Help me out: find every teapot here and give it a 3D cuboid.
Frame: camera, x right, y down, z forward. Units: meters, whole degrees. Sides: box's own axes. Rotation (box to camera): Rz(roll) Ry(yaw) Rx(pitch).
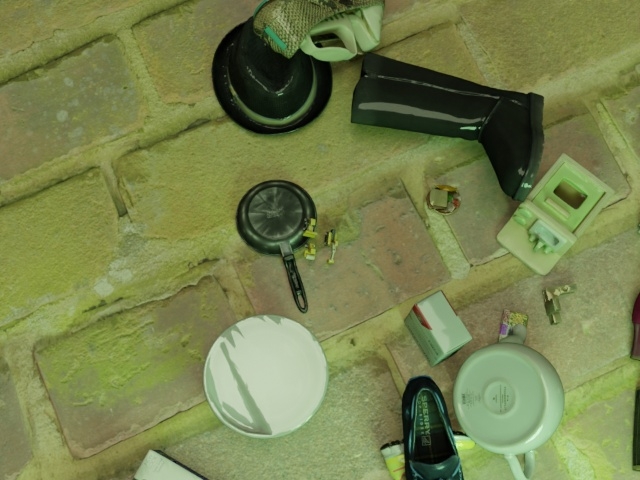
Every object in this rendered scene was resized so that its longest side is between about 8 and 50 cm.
[{"bbox_3d":[0.422,0.347,1.838,0.252,0.187,0.256,44,104,32],"label":"teapot"}]

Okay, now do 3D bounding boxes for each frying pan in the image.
[{"bbox_3d":[-0.112,0.001,2.006,0.197,0.053,0.326,5,70,2],"label":"frying pan"}]

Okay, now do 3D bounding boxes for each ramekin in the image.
[{"bbox_3d":[-0.119,0.304,1.873,0.273,0.127,0.273,0,74,-1],"label":"ramekin"}]

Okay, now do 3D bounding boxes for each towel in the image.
[{"bbox_3d":[0.446,0.203,1.962,0.060,0.009,0.083,14,75,3],"label":"towel"}]

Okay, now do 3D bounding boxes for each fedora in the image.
[{"bbox_3d":[-0.121,-0.431,2.075,0.334,0.152,0.334,0,74,0],"label":"fedora"}]

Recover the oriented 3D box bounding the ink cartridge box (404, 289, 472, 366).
[{"bbox_3d":[0.256,0.197,1.879,0.072,0.175,0.127,-29,76,-11],"label":"ink cartridge box"}]

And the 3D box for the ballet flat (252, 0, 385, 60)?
[{"bbox_3d":[0.038,-0.510,2.017,0.182,0.164,0.483,53,42,7],"label":"ballet flat"}]

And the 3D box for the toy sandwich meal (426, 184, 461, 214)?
[{"bbox_3d":[0.298,-0.101,2.041,0.085,0.029,0.086,0,74,0],"label":"toy sandwich meal"}]

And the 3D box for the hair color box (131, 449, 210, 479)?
[{"bbox_3d":[-0.258,0.606,1.796,0.339,0.110,0.185,27,77,9],"label":"hair color box"}]

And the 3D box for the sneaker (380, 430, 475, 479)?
[{"bbox_3d":[0.240,0.472,1.855,0.208,0.081,0.094,-12,82,2],"label":"sneaker"}]

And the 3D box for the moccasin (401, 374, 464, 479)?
[{"bbox_3d":[0.223,0.457,1.758,0.137,0.117,0.342,-15,86,2],"label":"moccasin"}]

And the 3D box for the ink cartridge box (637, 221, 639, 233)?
[{"bbox_3d":[0.989,-0.036,1.950,0.395,0.166,0.285,36,77,10],"label":"ink cartridge box"}]

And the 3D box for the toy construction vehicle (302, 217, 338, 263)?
[{"bbox_3d":[0.000,0.000,1.990,0.086,0.035,0.098,14,75,-26],"label":"toy construction vehicle"}]

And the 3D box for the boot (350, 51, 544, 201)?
[{"bbox_3d":[0.285,-0.270,1.982,0.445,0.146,0.367,16,40,1],"label":"boot"}]

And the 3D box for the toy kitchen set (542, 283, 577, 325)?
[{"bbox_3d":[0.561,0.143,1.949,0.075,0.068,0.083,-9,74,-3],"label":"toy kitchen set"}]

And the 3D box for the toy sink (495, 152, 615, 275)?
[{"bbox_3d":[0.544,-0.059,1.976,0.153,0.131,0.234,40,78,11],"label":"toy sink"}]

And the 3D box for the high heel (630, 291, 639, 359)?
[{"bbox_3d":[0.892,0.212,1.892,0.377,0.127,0.181,11,84,7],"label":"high heel"}]

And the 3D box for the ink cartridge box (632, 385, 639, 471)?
[{"bbox_3d":[0.814,0.427,1.855,0.234,0.088,0.193,9,75,2],"label":"ink cartridge box"}]
